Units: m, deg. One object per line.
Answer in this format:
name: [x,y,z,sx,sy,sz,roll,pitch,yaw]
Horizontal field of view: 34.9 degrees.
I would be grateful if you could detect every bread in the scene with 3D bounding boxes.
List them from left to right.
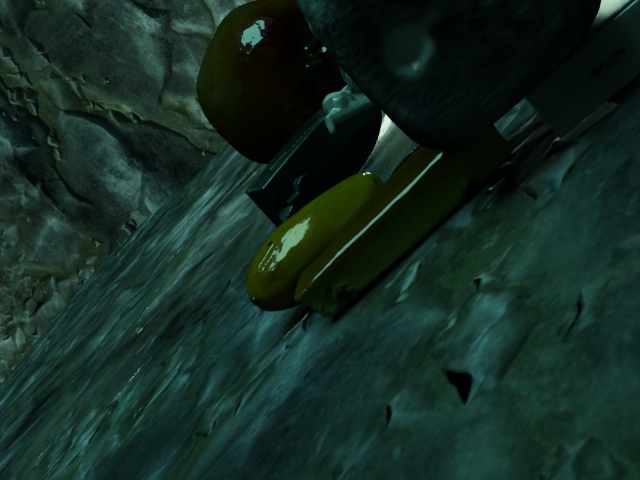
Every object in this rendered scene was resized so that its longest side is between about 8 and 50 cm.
bread: [0.070,-0.025,0.898,0.226,0.049,0.088,-43,12,10]

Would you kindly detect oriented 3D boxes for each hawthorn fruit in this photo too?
hawthorn fruit: [-0.040,-0.252,1.592,0.268,0.268,0.301,-48,22,-17]

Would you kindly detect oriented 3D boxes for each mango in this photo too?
mango: [0.000,0.000,1.000,0.190,0.075,0.098,-42,15,-21]

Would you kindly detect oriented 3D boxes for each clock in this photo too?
clock: [0.107,-0.093,1.105,0.083,0.010,0.074,-36,14,39]

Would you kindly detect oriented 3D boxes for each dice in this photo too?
dice: [0.099,-0.196,0.810,0.183,0.181,0.182,-43,11,17]

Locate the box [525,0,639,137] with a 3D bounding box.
box: [0.224,-0.159,0.829,0.130,0.051,0.129,-42,12,20]

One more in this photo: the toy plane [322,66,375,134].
toy plane: [0.113,-0.193,1.204,0.244,0.117,0.245,-27,8,4]

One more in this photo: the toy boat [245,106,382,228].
toy boat: [0.003,-0.109,1.322,0.246,0.093,0.103,-50,20,-22]
